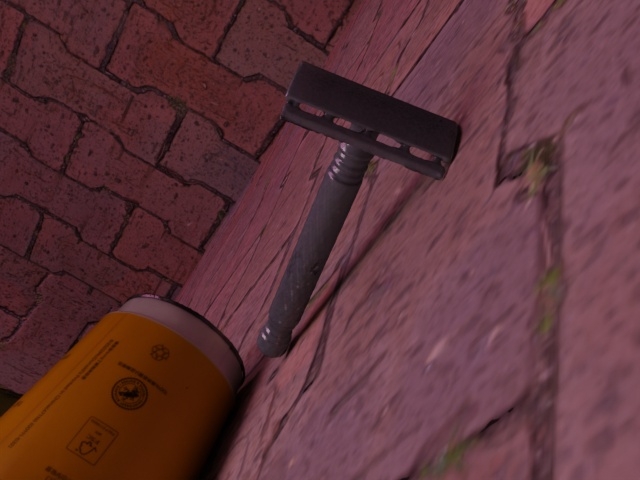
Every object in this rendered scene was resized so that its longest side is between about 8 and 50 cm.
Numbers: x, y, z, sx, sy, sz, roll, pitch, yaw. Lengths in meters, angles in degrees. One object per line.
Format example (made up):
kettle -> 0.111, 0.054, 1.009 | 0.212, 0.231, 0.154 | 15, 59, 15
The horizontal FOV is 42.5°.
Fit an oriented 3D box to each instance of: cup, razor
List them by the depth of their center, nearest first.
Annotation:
razor -> 0.000, 0.000, 0.568 | 0.068, 0.106, 0.232 | -70, 2, -53
cup -> -0.184, 0.185, 0.654 | 0.279, 0.196, 0.196 | -56, 5, -38

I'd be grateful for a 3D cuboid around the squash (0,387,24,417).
squash -> -0.456, 0.374, 0.941 | 0.263, 0.263, 0.384 | -54, 28, 34
